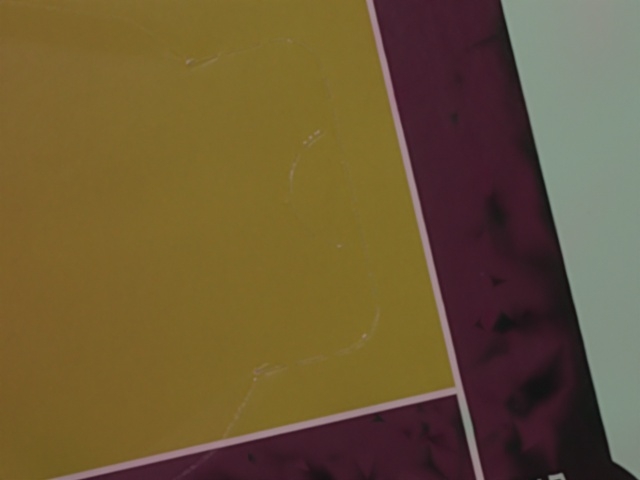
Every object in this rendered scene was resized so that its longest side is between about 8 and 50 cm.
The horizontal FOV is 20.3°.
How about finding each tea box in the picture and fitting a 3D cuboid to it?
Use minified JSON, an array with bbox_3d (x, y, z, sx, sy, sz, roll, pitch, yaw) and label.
[{"bbox_3d":[0.000,0.000,0.601,0.323,0.220,0.329,-13,83,10],"label":"tea box"}]
